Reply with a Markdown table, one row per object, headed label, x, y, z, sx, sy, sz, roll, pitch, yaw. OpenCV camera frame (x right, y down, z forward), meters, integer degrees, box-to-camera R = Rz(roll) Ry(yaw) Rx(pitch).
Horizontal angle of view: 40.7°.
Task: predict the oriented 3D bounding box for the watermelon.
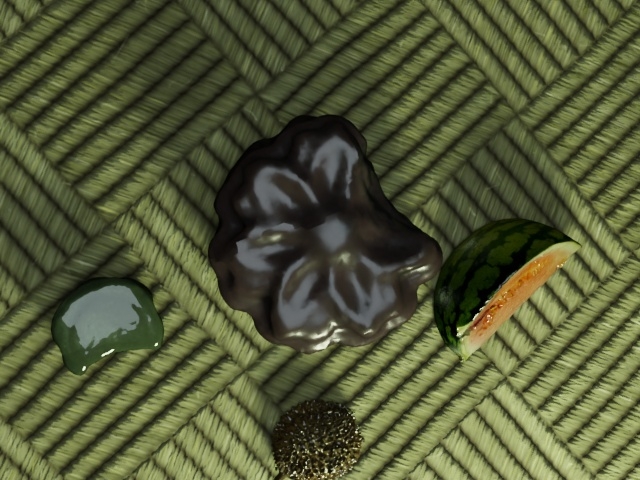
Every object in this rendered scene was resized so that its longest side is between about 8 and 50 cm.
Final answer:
| label | x | y | z | sx | sy | sz | roll | pitch | yaw |
| --- | --- | --- | --- | --- | --- | --- | --- | --- | --- |
| watermelon | 0.317 | 0.058 | 1.478 | 0.303 | 0.128 | 0.159 | -43 | 96 | -8 |

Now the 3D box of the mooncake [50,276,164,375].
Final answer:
| label | x | y | z | sx | sy | sz | roll | pitch | yaw |
| --- | --- | --- | --- | --- | --- | --- | --- | --- | --- |
| mooncake | -0.338 | 0.138 | 1.378 | 0.175 | 0.104 | 0.168 | 16 | 83 | -11 |

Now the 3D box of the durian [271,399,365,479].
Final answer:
| label | x | y | z | sx | sy | sz | roll | pitch | yaw |
| --- | --- | --- | --- | --- | --- | --- | --- | --- | --- |
| durian | -0.010 | 0.351 | 1.436 | 0.188 | 0.091 | 0.148 | -39 | 95 | -7 |

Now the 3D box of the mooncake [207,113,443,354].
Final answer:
| label | x | y | z | sx | sy | sz | roll | pitch | yaw |
| --- | --- | --- | --- | --- | --- | --- | --- | --- | --- |
| mooncake | 0.000 | 0.000 | 1.394 | 0.350 | 0.212 | 0.381 | -45 | 94 | -1 |
